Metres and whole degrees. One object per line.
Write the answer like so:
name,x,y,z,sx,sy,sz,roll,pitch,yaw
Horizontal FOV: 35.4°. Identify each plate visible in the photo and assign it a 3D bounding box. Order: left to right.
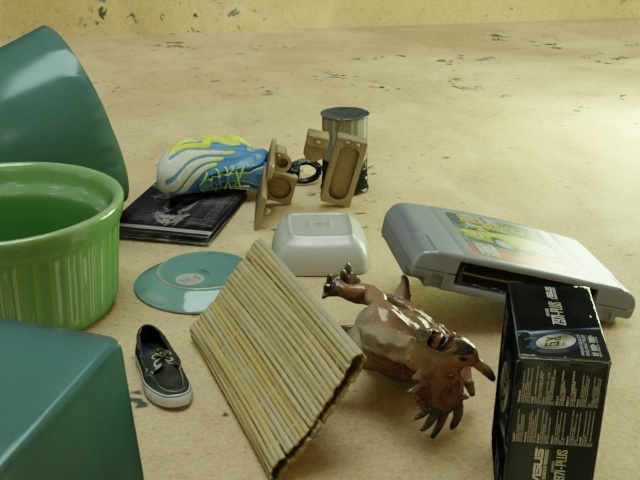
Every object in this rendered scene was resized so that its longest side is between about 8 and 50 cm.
plate,-0.157,0.048,1.352,0.188,0.024,0.188,1,22,0

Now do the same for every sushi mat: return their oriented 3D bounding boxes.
sushi mat,-0.057,0.112,1.060,0.019,0.151,0.316,33,5,-29

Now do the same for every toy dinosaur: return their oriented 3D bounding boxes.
toy dinosaur,0.095,0.116,1.075,0.200,0.127,0.295,16,11,14

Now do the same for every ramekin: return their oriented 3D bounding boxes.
ramekin,-0.397,0.016,1.265,0.303,0.148,0.303,0,23,0

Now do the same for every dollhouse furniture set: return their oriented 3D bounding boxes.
dollhouse furniture set,-0.014,-0.091,1.571,0.151,0.144,0.123,13,26,-7

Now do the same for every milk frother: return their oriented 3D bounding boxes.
milk frother,0.009,-0.158,1.710,0.143,0.135,0.129,-2,22,-5

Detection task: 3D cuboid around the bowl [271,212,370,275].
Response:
bowl,0.000,0.000,1.433,0.142,0.053,0.142,0,23,-3

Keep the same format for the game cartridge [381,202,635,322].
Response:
game cartridge,0.232,0.023,1.283,0.294,0.060,0.196,12,15,-14

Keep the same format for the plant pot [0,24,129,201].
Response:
plant pot,-0.460,-0.141,1.498,0.235,0.293,0.293,-28,32,-22

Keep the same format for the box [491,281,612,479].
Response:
box,0.200,0.149,0.897,0.077,0.180,0.147,4,23,5

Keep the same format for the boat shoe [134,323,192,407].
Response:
boat shoe,-0.179,0.138,1.110,0.049,0.040,0.142,-10,24,-23

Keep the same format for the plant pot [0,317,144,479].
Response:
plant pot,-0.280,0.197,0.814,0.165,0.166,0.234,7,30,18

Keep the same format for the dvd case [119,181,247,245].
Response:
dvd case,-0.223,-0.045,1.588,0.164,0.018,0.221,5,22,10

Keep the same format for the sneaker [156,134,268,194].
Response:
sneaker,-0.158,-0.122,1.638,0.126,0.091,0.240,13,24,26
